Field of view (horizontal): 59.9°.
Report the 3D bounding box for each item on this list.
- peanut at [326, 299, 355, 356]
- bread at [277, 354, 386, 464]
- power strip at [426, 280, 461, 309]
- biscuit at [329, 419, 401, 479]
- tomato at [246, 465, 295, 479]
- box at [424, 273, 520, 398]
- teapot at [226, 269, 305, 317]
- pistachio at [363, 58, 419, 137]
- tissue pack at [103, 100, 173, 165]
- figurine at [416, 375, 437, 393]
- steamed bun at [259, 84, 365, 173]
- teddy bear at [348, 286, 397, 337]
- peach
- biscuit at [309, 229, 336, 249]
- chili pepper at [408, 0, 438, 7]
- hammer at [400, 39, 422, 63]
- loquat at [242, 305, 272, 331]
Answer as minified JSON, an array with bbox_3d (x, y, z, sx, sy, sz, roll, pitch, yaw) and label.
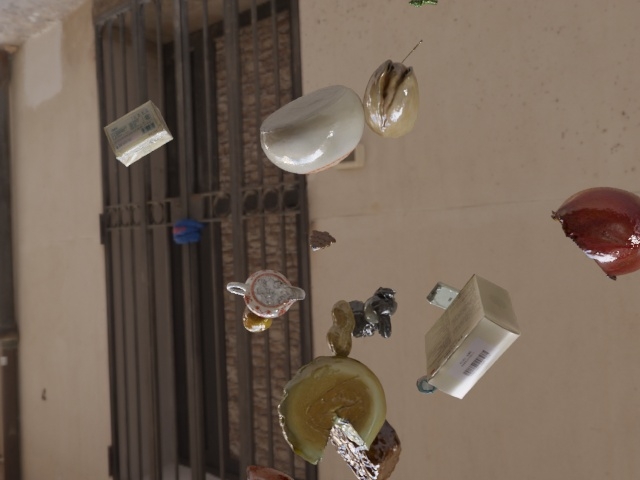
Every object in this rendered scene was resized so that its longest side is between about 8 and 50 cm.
[{"bbox_3d":[0.065,0.288,1.797,0.089,0.193,0.089,7,158,3],"label":"peanut"},{"bbox_3d":[0.033,0.503,1.688,0.333,0.333,0.160,-2,160,-8],"label":"bread"},{"bbox_3d":[0.448,0.201,1.938,0.192,0.081,0.035,22,-159,-37],"label":"power strip"},{"bbox_3d":[0.122,0.682,2.016,0.166,0.395,0.343,-34,148,-20],"label":"biscuit"},{"bbox_3d":[-0.107,0.803,1.660,0.170,0.309,0.309,-14,-178,-14],"label":"tomato"},{"bbox_3d":[0.323,0.208,1.210,0.095,0.212,0.168,28,-151,-5],"label":"box"},{"bbox_3d":[-0.181,0.170,1.791,0.245,0.159,0.116,6,164,-20],"label":"teapot"},{"bbox_3d":[0.210,-0.402,1.625,0.162,0.182,0.293,15,160,16],"label":"pistachio"},{"bbox_3d":[-0.631,-0.370,1.923,0.196,0.148,0.092,-29,159,0],"label":"tissue pack"},{"bbox_3d":[0.280,0.374,1.444,0.060,0.047,0.106,-24,168,3],"label":"figurine"},{"bbox_3d":[-0.008,-0.223,1.184,0.231,0.145,0.232,-21,-155,11],"label":"steamed bun"},{"bbox_3d":[0.198,0.275,1.994,0.251,0.171,0.144,-22,156,40],"label":"teddy bear"},{"bbox_3d":[0.798,-0.052,1.528,0.361,0.258,0.201,22,127,-37],"label":"peach"},{"bbox_3d":[0.000,0.000,2.367,0.119,0.019,0.130,20,-138,16],"label":"biscuit"},{"bbox_3d":[0.286,-0.664,1.547,0.083,0.027,0.022,1,152,6],"label":"chili pepper"},{"bbox_3d":[0.312,-0.652,1.943,0.014,0.029,0.123,12,129,-49],"label":"hammer"},{"bbox_3d":[-0.250,0.297,2.208,0.113,0.137,0.137,-1,179,-24],"label":"loquat"}]
